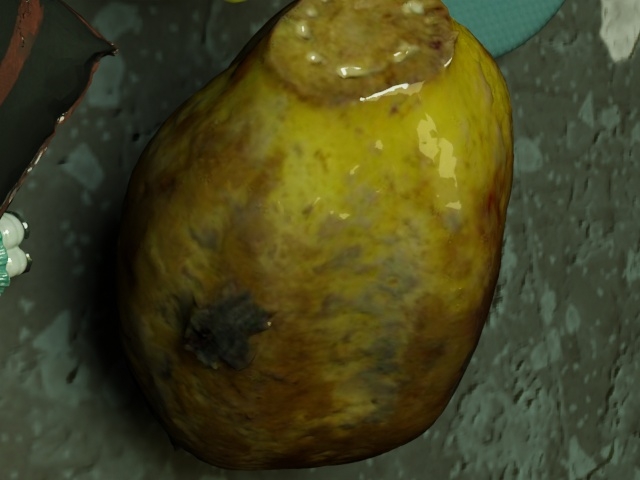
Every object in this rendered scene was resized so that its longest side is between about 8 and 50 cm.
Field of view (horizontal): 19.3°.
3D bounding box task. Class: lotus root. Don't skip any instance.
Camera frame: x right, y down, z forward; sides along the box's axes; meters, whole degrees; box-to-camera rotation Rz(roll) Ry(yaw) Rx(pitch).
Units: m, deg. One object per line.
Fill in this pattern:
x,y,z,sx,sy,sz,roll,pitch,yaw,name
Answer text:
-0.009,-0.004,0.882,0.193,0.193,0.291,-39,165,-32,lotus root

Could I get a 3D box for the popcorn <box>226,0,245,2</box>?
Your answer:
-0.041,-0.276,0.806,0.326,0.290,0.321,13,47,-18,popcorn

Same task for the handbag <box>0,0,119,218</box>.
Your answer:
-0.206,-0.072,0.733,0.215,0.155,0.169,43,72,-39,handbag

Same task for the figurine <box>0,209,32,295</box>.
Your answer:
-0.178,0.016,0.856,0.106,0.047,0.060,-20,132,-50,figurine

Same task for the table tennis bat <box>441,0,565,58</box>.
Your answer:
0.118,-0.242,1.097,0.329,0.044,0.215,-47,125,-25,table tennis bat
